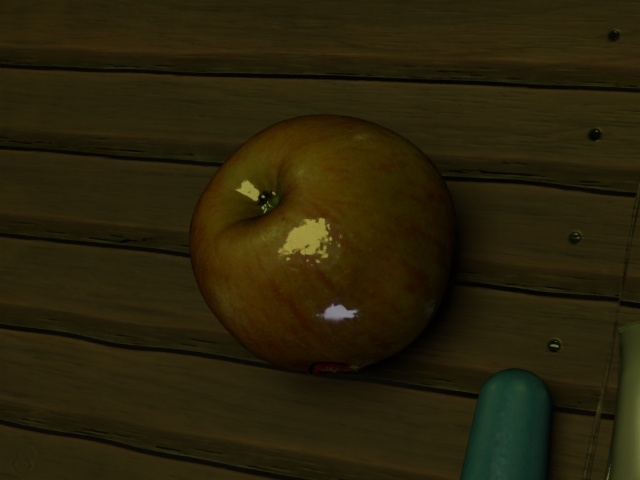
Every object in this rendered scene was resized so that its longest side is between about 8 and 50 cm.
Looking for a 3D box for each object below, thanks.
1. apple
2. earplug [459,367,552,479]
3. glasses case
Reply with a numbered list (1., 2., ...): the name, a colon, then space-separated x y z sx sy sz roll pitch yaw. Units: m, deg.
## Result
1. apple: 0.000 0.000 2.026 0.400 0.333 0.400 -8 68 21
2. earplug: 0.256 0.309 1.907 0.132 0.132 0.272 1 67 26
3. glasses case: 0.452 0.255 1.858 0.128 0.083 0.308 1 71 32
